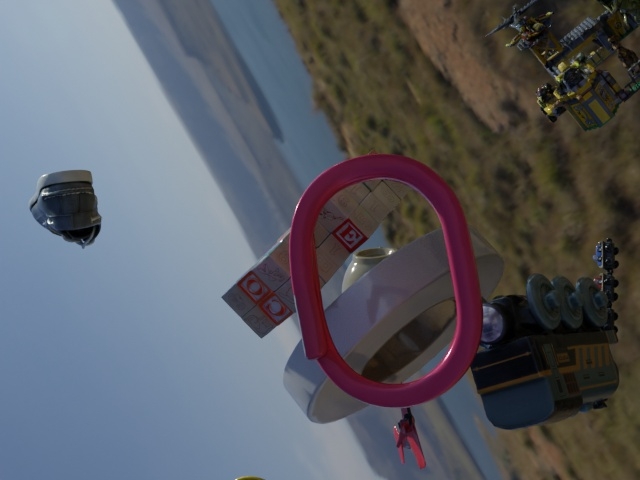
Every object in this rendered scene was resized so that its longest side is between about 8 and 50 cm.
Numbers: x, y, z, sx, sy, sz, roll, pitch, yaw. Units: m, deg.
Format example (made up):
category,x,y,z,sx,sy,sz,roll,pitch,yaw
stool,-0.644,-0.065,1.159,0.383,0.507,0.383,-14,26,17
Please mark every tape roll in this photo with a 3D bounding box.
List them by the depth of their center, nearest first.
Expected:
category,x,y,z,sx,sy,sz,roll,pitch,yaw
tape roll,0.117,0.133,1.429,0.072,0.392,0.392,49,174,23

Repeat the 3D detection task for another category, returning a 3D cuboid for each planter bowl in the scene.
category,x,y,z,sx,sy,sz,roll,pitch,yaw
planter bowl,0.119,0.075,1.921,0.162,0.162,0.109,-128,31,-75

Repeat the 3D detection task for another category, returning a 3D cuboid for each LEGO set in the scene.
category,x,y,z,sx,sy,sz,roll,pitch,yaw
LEGO set,0.387,-0.328,1.250,0.192,0.331,0.255,44,-156,-22

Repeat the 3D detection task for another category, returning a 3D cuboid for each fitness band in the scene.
category,x,y,z,sx,sy,sz,roll,pitch,yaw
fitness band,0.074,0.046,1.060,0.054,0.209,0.290,45,-144,-79

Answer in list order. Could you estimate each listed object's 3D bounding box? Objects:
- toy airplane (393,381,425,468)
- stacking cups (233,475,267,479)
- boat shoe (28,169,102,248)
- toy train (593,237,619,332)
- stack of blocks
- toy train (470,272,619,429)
category,x,y,z,sx,sy,sz,roll,pitch,yaw
toy airplane,0.139,0.313,1.526,0.151,0.028,0.151,170,90,-84
stacking cups,-0.135,0.486,1.351,0.096,0.096,0.316,61,-156,-21
boat shoe,-0.424,-0.034,1.556,0.319,0.116,0.099,144,115,-71
toy train,0.440,0.072,1.436,0.027,0.036,0.158,22,-113,-40
stack of blocks,0.000,0.000,1.377,0.087,0.171,0.297,46,-140,-3
toy train,0.314,0.153,1.279,0.334,0.142,0.190,5,-113,-53
